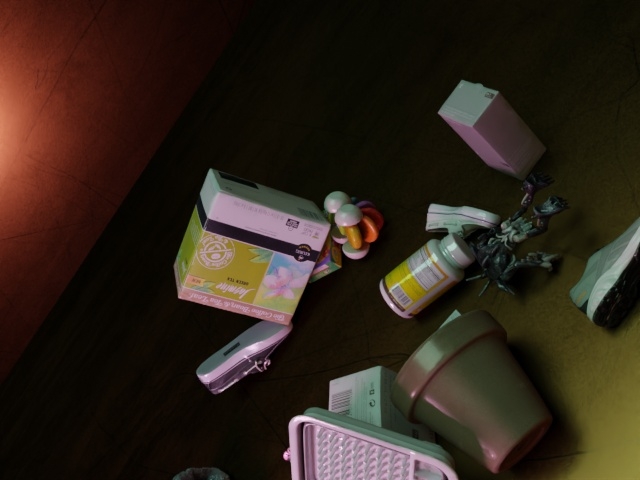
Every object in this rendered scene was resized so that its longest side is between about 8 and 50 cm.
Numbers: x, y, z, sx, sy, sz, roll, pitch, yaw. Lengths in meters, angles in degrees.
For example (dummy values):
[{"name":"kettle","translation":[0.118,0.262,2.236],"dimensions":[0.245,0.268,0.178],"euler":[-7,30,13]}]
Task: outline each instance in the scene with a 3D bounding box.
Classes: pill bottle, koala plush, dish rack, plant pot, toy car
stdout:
[{"name":"pill bottle","translation":[0.250,0.078,1.533],"dimensions":[0.215,0.117,0.117],"euler":[-41,40,22]},{"name":"koala plush","translation":[-0.301,0.711,1.697],"dimensions":[0.221,0.203,0.196],"euler":[20,82,41]},{"name":"dish rack","translation":[0.104,0.453,1.283],"dimensions":[0.333,0.285,0.072],"euler":[13,37,19]},{"name":"plant pot","translation":[0.304,0.300,1.246],"dimensions":[0.263,0.263,0.229],"euler":[-52,56,10]},{"name":"toy car","translation":[0.098,-0.054,1.800],"dimensions":[0.136,0.159,0.182],"euler":[-24,37,-10]}]

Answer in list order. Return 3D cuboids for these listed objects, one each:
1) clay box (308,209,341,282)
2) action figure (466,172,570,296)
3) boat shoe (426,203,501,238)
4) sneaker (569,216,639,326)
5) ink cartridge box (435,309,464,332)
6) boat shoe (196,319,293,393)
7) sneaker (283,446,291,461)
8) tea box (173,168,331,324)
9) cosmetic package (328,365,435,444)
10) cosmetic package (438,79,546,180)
[{"name":"clay box","translation":[0.000,0.000,1.930],"dimensions":[0.127,0.053,0.222],"euler":[-30,46,35]},{"name":"action figure","translation":[0.418,0.003,1.381],"dimensions":[0.164,0.141,0.275],"euler":[64,143,39]},{"name":"boat shoe","translation":[0.335,-0.038,1.561],"dimensions":[0.226,0.083,0.075],"euler":[14,88,64]},{"name":"sneaker","translation":[0.564,0.026,1.226],"dimensions":[0.271,0.100,0.108],"euler":[-54,31,7]},{"name":"ink cartridge box","translation":[0.292,0.228,1.437],"dimensions":[0.122,0.052,0.088],"euler":[-52,37,12]},{"name":"boat shoe","translation":[-0.199,0.333,1.889],"dimensions":[0.306,0.105,0.113],"euler":[-35,25,-8]},{"name":"sneaker","translation":[-0.038,0.512,1.640],"dimensions":[0.057,0.047,0.119],"euler":[39,99,34]},{"name":"tea box","translation":[-0.198,0.018,1.838],"dimensions":[0.323,0.329,0.220],"euler":[-67,22,16]},{"name":"cosmetic package","translation":[0.131,0.379,1.408],"dimensions":[0.151,0.184,0.151],"euler":[-27,47,38]},{"name":"cosmetic package","translation":[0.391,-0.248,1.493],"dimensions":[0.107,0.238,0.127],"euler":[-56,36,5]}]
